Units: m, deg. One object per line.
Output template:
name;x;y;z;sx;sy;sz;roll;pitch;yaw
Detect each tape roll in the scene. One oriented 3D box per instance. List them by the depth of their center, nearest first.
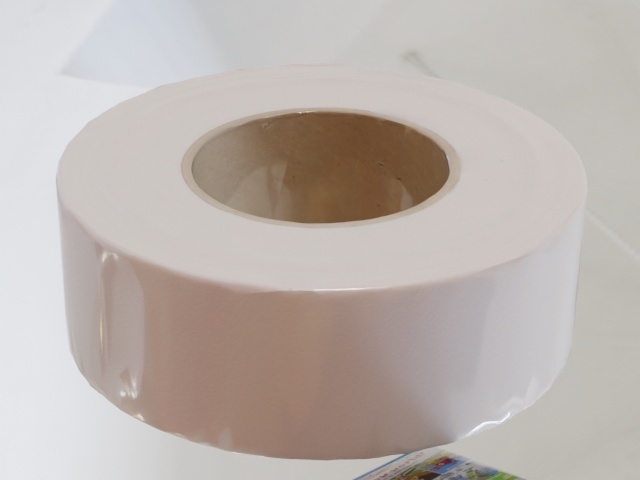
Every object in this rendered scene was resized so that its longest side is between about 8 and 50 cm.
tape roll;0.000;0.000;0.965;0.286;0.286;0.100;10;-61;19

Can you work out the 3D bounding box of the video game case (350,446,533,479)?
video game case;0.046;0.138;0.826;0.119;0.166;0.015;-23;-75;-24
